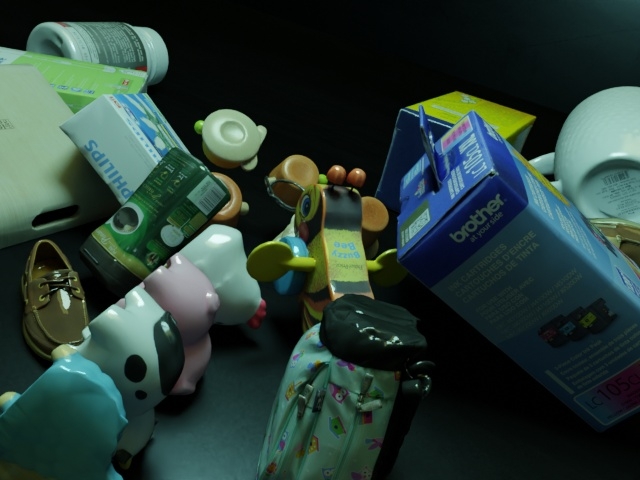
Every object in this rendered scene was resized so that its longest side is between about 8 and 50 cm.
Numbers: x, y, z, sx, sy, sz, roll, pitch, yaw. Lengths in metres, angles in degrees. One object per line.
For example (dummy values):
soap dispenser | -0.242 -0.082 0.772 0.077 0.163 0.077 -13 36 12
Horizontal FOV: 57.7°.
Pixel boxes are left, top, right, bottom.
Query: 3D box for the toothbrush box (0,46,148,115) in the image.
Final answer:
toothbrush box | -0.475 -0.251 1.061 0.283 0.122 0.206 8 29 -14

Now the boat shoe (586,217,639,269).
boat shoe | 0.446 0.021 1.010 0.324 0.123 0.120 17 31 24

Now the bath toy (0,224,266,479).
bath toy | -0.146 0.101 0.553 0.129 0.151 0.348 49 23 -8

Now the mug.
mug | 0.616 -0.159 1.302 0.374 0.276 0.328 -6 24 30

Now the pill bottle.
pill bottle | -0.488 -0.406 1.308 0.161 0.161 0.283 25 29 21

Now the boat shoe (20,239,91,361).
boat shoe | -0.288 0.061 0.625 0.064 0.060 0.178 -5 33 -33

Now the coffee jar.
coffee jar | -0.202 -0.019 0.705 0.096 0.184 0.079 34 -11 37

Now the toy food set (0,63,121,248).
toy food set | -0.452 -0.130 0.817 0.306 0.092 0.219 49 37 12

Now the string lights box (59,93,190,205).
string lights box | -0.277 -0.144 0.869 0.133 0.076 0.260 55 4 -15

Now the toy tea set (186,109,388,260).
toy tea set | -0.065 -0.036 0.871 0.336 0.124 0.200 28 60 -11

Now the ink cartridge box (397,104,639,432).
ink cartridge box | 0.240 0.005 0.721 0.395 0.151 0.270 38 25 -10

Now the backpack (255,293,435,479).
backpack | 0.018 0.143 0.493 0.115 0.182 0.152 20 7 8

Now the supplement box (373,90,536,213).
supplement box | 0.286 -0.173 1.200 0.195 0.194 0.356 25 29 21

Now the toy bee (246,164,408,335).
toy bee | 0.000 0.000 0.670 0.195 0.162 0.298 -18 64 -37
